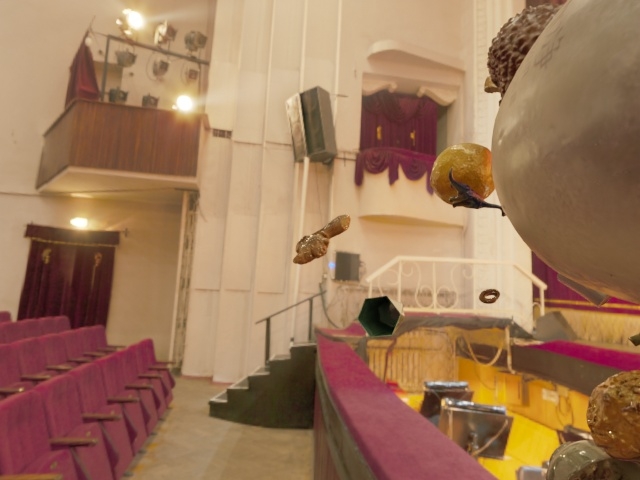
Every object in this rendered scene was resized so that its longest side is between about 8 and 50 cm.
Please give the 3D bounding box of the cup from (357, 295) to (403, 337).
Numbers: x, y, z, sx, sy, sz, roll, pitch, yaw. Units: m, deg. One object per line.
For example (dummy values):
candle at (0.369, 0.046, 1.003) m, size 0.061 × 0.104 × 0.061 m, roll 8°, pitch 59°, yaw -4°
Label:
cup at (0.226, 0.261, 1.479) m, size 0.134 × 0.148 × 0.235 m, roll -37°, pitch -15°, yaw 11°

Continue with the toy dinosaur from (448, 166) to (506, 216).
toy dinosaur at (0.570, -0.170, 1.518) m, size 0.188 × 0.075 × 0.248 m, roll -1°, pitch -44°, yaw 37°

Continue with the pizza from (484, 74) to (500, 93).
pizza at (0.619, -0.483, 1.210) m, size 0.262 × 0.181 × 0.034 m, roll 38°, pitch -6°, yaw 48°

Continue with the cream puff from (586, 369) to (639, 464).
cream puff at (0.552, 0.298, 0.725) m, size 0.189 × 0.129 × 0.189 m, roll -29°, pitch -24°, yaw -14°

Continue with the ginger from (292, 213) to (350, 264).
ginger at (0.008, -0.001, 1.230) m, size 0.214 × 0.059 × 0.133 m, roll -31°, pitch 21°, yaw -1°

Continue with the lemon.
lemon at (0.614, -0.280, 1.770) m, size 0.293 × 0.293 × 0.293 m, roll 3°, pitch -8°, yaw 0°

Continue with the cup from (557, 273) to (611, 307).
cup at (0.725, 0.108, 1.124) m, size 0.129 × 0.095 × 0.128 m, roll 48°, pitch 8°, yaw 36°

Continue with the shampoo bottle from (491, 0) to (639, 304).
shampoo bottle at (0.326, -0.095, 0.338) m, size 0.322 × 0.322 × 0.317 m, roll 5°, pitch -12°, yaw -13°

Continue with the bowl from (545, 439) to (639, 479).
bowl at (0.801, 0.715, 1.263) m, size 0.289 × 0.289 × 0.146 m, roll 4°, pitch 16°, yaw -11°

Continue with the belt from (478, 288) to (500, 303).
belt at (0.709, 0.236, 1.743) m, size 0.083 × 0.059 × 0.036 m, roll -13°, pitch -30°, yaw -1°

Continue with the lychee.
lychee at (0.484, -0.351, 0.836) m, size 0.271 × 0.271 × 0.271 m, roll 3°, pitch -8°, yaw 0°

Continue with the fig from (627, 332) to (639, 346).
fig at (0.896, 0.162, 0.941) m, size 0.233 × 0.233 × 0.314 m, roll 9°, pitch -48°, yaw -38°
